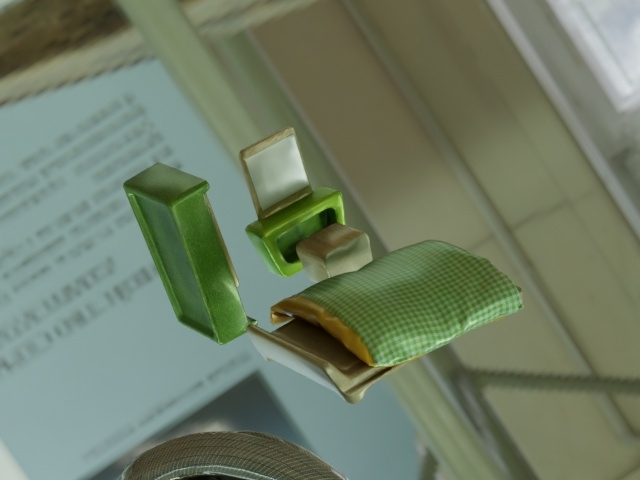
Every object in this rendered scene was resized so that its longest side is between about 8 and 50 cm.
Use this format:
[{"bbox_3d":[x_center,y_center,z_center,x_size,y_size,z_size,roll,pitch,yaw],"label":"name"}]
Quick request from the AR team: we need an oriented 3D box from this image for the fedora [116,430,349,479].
[{"bbox_3d":[-0.033,0.251,1.386,0.243,0.275,0.124,-60,176,25],"label":"fedora"}]

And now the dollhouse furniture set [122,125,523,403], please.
[{"bbox_3d":[0.000,0.000,1.535,0.197,0.151,0.301,-29,-154,-24],"label":"dollhouse furniture set"}]
